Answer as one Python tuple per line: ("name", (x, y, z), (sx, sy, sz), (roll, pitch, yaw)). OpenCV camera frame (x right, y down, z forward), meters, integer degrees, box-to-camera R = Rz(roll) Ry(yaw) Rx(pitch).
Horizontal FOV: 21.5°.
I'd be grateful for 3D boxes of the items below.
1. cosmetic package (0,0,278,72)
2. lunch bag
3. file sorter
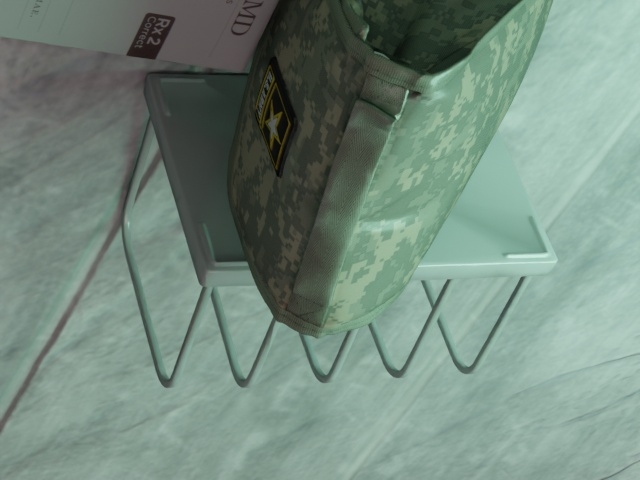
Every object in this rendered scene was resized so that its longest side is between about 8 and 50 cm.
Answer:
("cosmetic package", (-0.118, -0.217, 1.037), (0.184, 0.151, 0.151), (5, 134, -29))
("lunch bag", (0.042, -0.104, 1.119), (0.169, 0.287, 0.235), (24, 132, 3))
("file sorter", (0.000, 0.000, 1.306), (0.278, 0.193, 0.173), (-1, 139, -23))
